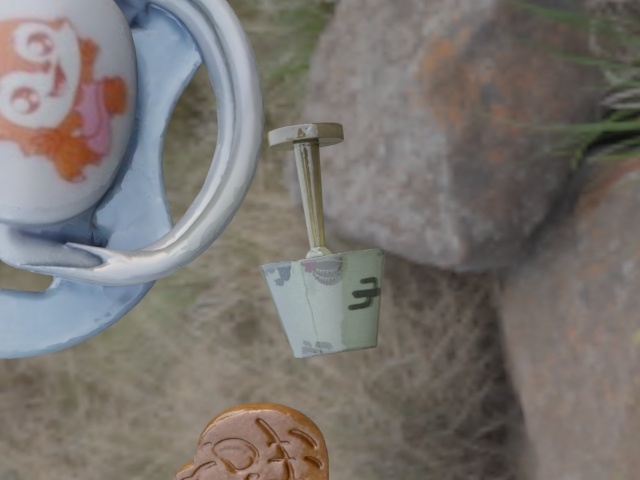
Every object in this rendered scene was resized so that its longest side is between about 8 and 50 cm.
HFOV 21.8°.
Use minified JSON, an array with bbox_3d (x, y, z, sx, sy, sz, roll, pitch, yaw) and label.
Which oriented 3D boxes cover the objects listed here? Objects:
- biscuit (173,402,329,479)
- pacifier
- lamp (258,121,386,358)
[{"bbox_3d":[-0.035,0.121,0.829,0.015,0.078,0.091,-96,4,-60],"label":"biscuit"},{"bbox_3d":[-0.181,-0.072,1.049,0.233,0.244,0.300,168,113,-70],"label":"pacifier"},{"bbox_3d":[0.000,0.000,1.552,0.121,0.121,0.215,-12,82,54],"label":"lamp"}]
